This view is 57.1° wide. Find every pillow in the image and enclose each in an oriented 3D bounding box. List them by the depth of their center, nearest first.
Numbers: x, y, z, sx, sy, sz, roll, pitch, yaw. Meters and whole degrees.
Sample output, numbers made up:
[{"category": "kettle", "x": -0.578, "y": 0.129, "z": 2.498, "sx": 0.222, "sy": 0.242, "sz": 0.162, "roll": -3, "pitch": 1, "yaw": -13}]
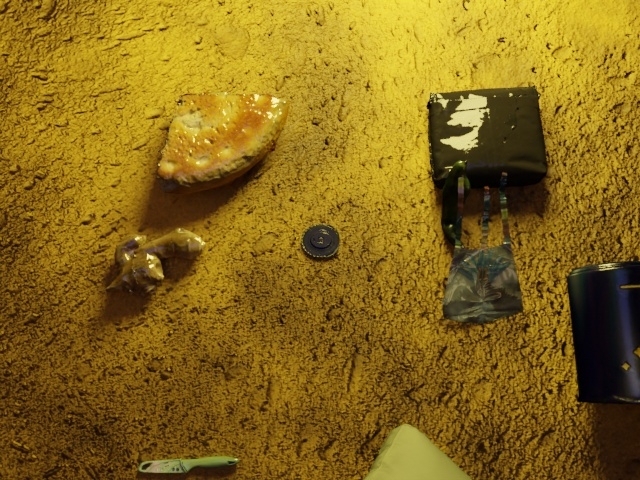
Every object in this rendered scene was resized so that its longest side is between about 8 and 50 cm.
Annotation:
[{"category": "pillow", "x": 0.219, "y": 0.502, "z": 1.049, "sx": 0.322, "sy": 0.255, "sz": 0.119, "roll": 43, "pitch": 119, "yaw": 8}]

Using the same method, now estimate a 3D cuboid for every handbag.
[{"category": "handbag", "x": 0.355, "y": -0.224, "z": 1.252, "sx": 0.247, "sy": 0.080, "sz": 0.222, "roll": -2, "pitch": 78, "yaw": 2}]

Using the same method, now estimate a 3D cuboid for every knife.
[{"category": "knife", "x": -0.264, "y": 0.451, "z": 1.178, "sx": 0.207, "sy": 0.014, "sz": 0.030, "roll": -4, "pitch": 79, "yaw": 3}]

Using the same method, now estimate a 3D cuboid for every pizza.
[{"category": "pizza", "x": -0.226, "y": -0.232, "z": 1.273, "sx": 0.336, "sy": 0.086, "sz": 0.226, "roll": -38, "pitch": 75, "yaw": -7}]

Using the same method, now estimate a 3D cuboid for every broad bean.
[{"category": "broad bean", "x": 0.277, "y": -0.075, "z": 1.209, "sx": 0.046, "sy": 0.061, "sz": 0.195, "roll": -20, "pitch": 117, "yaw": -33}]

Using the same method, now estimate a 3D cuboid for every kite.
[{"category": "kite", "x": 0.316, "y": 0.023, "z": 1.179, "sx": 0.170, "sy": 0.015, "sz": 0.309, "roll": -9, "pitch": 102, "yaw": -2}]

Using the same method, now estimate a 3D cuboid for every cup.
[{"category": "cup", "x": 0.597, "y": 0.183, "z": 1.150, "sx": 0.179, "sy": 0.255, "sz": 0.256, "roll": -11, "pitch": 73, "yaw": 38}]

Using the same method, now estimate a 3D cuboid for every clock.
[{"category": "clock", "x": 0.000, "y": 0.000, "z": 1.256, "sx": 0.083, "sy": 0.010, "sz": 0.074, "roll": 2, "pitch": 79, "yaw": 2}]

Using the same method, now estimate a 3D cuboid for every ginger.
[{"category": "ginger", "x": -0.345, "y": 0.047, "z": 1.238, "sx": 0.214, "sy": 0.059, "sz": 0.132, "roll": -7, "pitch": 71, "yaw": -1}]

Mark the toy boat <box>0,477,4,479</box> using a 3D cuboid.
[{"category": "toy boat", "x": -0.636, "y": 0.523, "z": 1.153, "sx": 0.226, "sy": 0.068, "sz": 0.088, "roll": 21, "pitch": 86, "yaw": 3}]
